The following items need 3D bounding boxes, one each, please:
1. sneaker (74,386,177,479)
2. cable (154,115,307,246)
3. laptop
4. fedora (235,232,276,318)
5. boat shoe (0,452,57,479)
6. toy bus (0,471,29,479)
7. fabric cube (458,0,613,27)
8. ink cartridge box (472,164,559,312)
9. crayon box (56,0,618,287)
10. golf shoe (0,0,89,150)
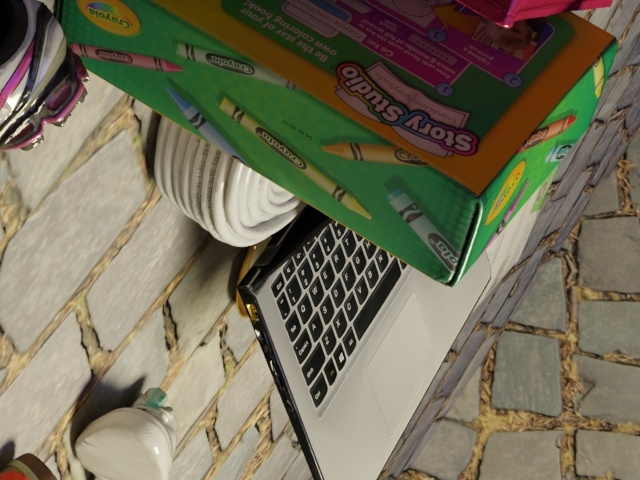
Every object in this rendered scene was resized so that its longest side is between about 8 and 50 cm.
[{"bbox_3d":[-0.151,0.160,1.661,0.212,0.080,0.094,106,8,-68],"label":"sneaker"},{"bbox_3d":[-0.020,-0.120,1.442,0.257,0.089,0.257,-52,164,-22],"label":"cable"},{"bbox_3d":[0.123,-0.027,1.652,0.382,0.236,0.408,-55,135,-46],"label":"laptop"},{"bbox_3d":[0.000,0.000,1.794,0.194,0.079,0.194,-54,166,-20],"label":"fedora"},{"bbox_3d":[-0.243,0.241,1.528,0.072,0.068,0.190,-33,145,-34],"label":"boat shoe"},{"bbox_3d":[-0.257,0.238,1.267,0.149,0.220,0.211,101,-8,-47],"label":"toy bus"},{"bbox_3d":[0.090,-0.292,1.083,0.258,0.259,0.254,-62,167,17],"label":"fabric cube"},{"bbox_3d":[0.144,0.000,2.227,0.273,0.115,0.198,-45,161,-44],"label":"ink cartridge box"},{"bbox_3d":[0.008,-0.113,1.144,0.165,0.278,0.081,-47,162,-38],"label":"crayon box"},{"bbox_3d":[-0.203,-0.054,1.018,0.186,0.067,0.086,-52,139,-21],"label":"golf shoe"}]
